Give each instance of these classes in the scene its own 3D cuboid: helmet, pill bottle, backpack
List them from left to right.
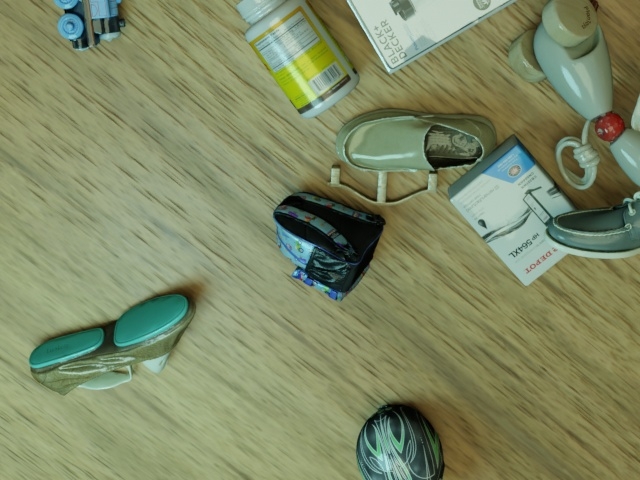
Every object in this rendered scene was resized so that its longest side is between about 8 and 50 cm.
[{"bbox_3d":[-0.040,-0.311,1.673,0.117,0.117,0.215,-33,102,13],"label":"pill bottle"},{"bbox_3d":[0.000,0.000,1.755,0.173,0.158,0.117,26,127,10],"label":"backpack"},{"bbox_3d":[0.142,0.385,1.859,0.169,0.161,0.170,1,108,4],"label":"helmet"}]

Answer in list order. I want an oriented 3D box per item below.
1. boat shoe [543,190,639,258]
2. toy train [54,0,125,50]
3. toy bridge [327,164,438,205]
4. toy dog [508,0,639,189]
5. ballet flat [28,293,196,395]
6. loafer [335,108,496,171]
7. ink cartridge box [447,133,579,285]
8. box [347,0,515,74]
[{"bbox_3d":[0.510,-0.044,1.634,0.319,0.116,0.099,-4,122,0],"label":"boat shoe"},{"bbox_3d":[-0.377,-0.402,1.691,0.105,0.080,0.184,-5,107,0],"label":"toy train"},{"bbox_3d":[0.105,-0.092,1.780,0.188,0.026,0.063,3,109,4],"label":"toy bridge"},{"bbox_3d":[0.448,-0.252,1.641,0.161,0.220,0.334,-38,110,-25],"label":"toy dog"},{"bbox_3d":[-0.355,0.200,1.874,0.342,0.116,0.124,-22,125,11],"label":"ballet flat"},{"bbox_3d":[0.157,-0.164,1.718,0.268,0.092,0.102,-4,107,6],"label":"loafer"},{"bbox_3d":[0.334,-0.050,1.746,0.148,0.086,0.203,-41,100,14],"label":"ink cartridge box"},{"bbox_3d":[0.192,-0.407,1.637,0.290,0.087,0.169,-28,107,13],"label":"box"}]
